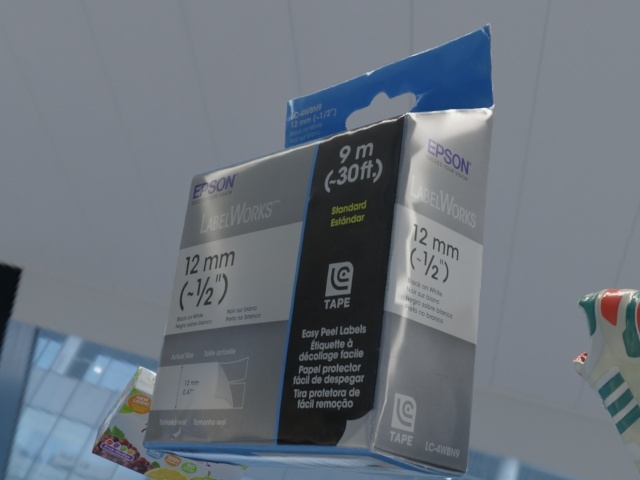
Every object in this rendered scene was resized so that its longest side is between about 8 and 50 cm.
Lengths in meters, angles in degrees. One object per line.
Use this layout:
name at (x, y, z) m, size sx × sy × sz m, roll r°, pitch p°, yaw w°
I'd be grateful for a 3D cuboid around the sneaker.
sneaker at (0.229, 0.109, 0.707) m, size 0.075 × 0.057 × 0.161 m, roll 4°, pitch -68°, yaw 48°

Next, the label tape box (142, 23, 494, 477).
label tape box at (0.000, 0.000, 0.751) m, size 0.115 × 0.348 × 0.249 m, roll 21°, pitch -22°, yaw -41°

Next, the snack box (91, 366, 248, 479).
snack box at (-0.139, 0.195, 0.945) m, size 0.141 × 0.037 × 0.100 m, roll 27°, pitch -63°, yaw -16°
